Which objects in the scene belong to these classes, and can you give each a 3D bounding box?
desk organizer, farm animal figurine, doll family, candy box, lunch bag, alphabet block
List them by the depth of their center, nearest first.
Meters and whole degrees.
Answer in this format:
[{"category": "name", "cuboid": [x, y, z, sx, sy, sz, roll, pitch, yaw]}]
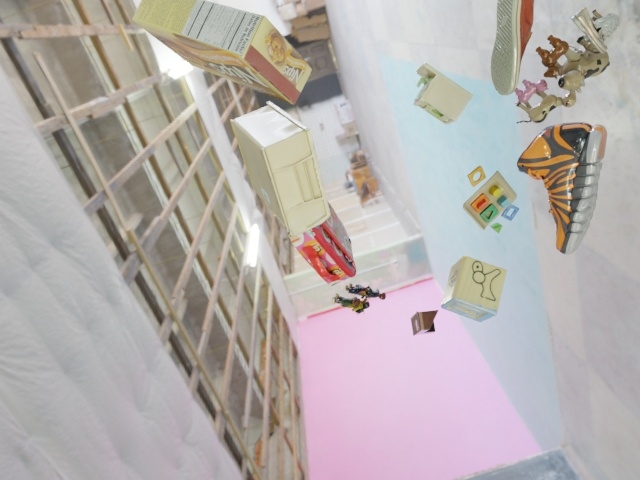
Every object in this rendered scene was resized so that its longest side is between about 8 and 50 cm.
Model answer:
[{"category": "candy box", "cuboid": [-0.193, -0.385, 0.925, 0.316, 0.088, 0.182, 28, -177, 27]}, {"category": "desk organizer", "cuboid": [0.251, 0.198, 1.127, 0.130, 0.050, 0.047, 75, -172, -74]}, {"category": "lunch bag", "cuboid": [0.000, 0.000, 1.452, 0.293, 0.120, 0.258, 49, -156, -40]}, {"category": "doll family", "cuboid": [0.131, 0.182, 1.505, 0.193, 0.111, 0.076, -38, -60, -45]}, {"category": "farm animal figurine", "cuboid": [0.845, -0.557, 1.601, 0.172, 0.326, 0.330, 56, 178, 25]}, {"category": "alphabet block", "cuboid": [0.635, 0.204, 1.961, 0.193, 0.192, 0.197, 102, -171, -71]}]

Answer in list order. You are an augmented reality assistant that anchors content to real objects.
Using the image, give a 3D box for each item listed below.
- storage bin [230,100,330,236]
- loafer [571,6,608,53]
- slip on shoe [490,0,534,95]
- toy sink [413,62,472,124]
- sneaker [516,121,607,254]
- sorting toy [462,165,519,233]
[{"category": "storage bin", "cuboid": [-0.103, -0.184, 1.208, 0.262, 0.123, 0.261, 46, 157, 50]}, {"category": "loafer", "cuboid": [0.665, -0.511, 1.144, 0.125, 0.039, 0.045, 37, -142, -15]}, {"category": "slip on shoe", "cuboid": [0.596, -0.613, 1.435, 0.123, 0.101, 0.332, -161, 74, -74]}, {"category": "toy sink", "cuboid": [0.464, -0.585, 1.901, 0.234, 0.131, 0.153, 33, -173, -5]}, {"category": "sneaker", "cuboid": [0.589, -0.133, 1.183, 0.124, 0.179, 0.322, -12, -69, -48]}, {"category": "sorting toy", "cuboid": [0.673, -0.150, 1.843, 0.347, 0.196, 0.047, 36, -170, -34]}]
